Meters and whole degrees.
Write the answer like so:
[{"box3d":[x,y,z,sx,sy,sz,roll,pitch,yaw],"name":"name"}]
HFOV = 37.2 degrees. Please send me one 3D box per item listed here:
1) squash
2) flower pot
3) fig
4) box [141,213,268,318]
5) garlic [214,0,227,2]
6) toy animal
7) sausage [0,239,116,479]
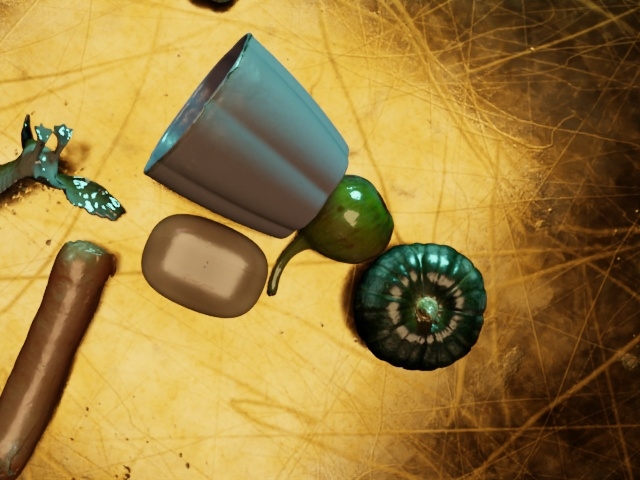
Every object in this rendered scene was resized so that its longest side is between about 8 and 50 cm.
[{"box3d":[0.159,0.103,1.507,0.218,0.172,0.218,-3,67,7],"name":"squash"},{"box3d":[-0.096,-0.140,1.444,0.243,0.265,0.265,36,86,-14],"name":"flower pot"},{"box3d":[0.000,0.000,1.532,0.245,0.149,0.149,-33,94,14],"name":"fig"},{"box3d":[-0.183,0.041,1.508,0.200,0.088,0.146,24,89,-7],"name":"box"},{"box3d":[-0.172,-0.458,1.500,0.147,0.102,0.159,-26,94,-7],"name":"garlic"},{"box3d":[-0.422,-0.124,1.451,0.273,0.160,0.197,6,67,-31],"name":"toy animal"},{"box3d":[-0.435,0.198,1.476,0.094,0.094,0.418,25,86,-28],"name":"sausage"}]
